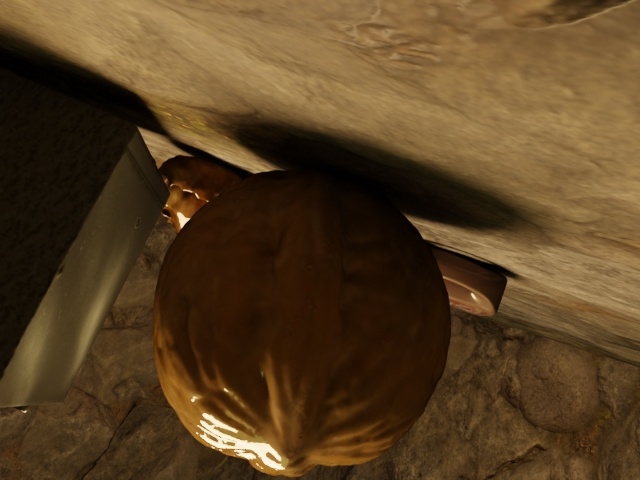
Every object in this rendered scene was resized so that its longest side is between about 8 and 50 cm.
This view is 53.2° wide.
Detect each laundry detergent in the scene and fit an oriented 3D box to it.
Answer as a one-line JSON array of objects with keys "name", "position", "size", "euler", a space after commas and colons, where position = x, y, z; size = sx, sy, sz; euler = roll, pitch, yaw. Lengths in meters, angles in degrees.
[{"name": "laundry detergent", "position": [0.171, 0.045, 0.992], "size": [0.237, 0.076, 0.171], "euler": [23, 174, -17]}]

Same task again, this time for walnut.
[{"name": "walnut", "position": [-0.020, 0.081, 0.665], "size": [0.332, 0.333, 0.333], "euler": [20, 176, 1]}]

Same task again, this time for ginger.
[{"name": "ginger", "position": [-0.105, -0.009, 0.957], "size": [0.321, 0.165, 0.172], "euler": [24, 149, -16]}]

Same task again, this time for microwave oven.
[{"name": "microwave oven", "position": [-0.450, -0.034, 0.720], "size": [0.431, 0.375, 0.236], "euler": [23, 167, 1]}]

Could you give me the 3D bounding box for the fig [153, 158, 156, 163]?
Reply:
[{"name": "fig", "position": [-0.423, -0.145, 1.187], "size": [0.236, 0.124, 0.124], "euler": [4, 172, 13]}]
